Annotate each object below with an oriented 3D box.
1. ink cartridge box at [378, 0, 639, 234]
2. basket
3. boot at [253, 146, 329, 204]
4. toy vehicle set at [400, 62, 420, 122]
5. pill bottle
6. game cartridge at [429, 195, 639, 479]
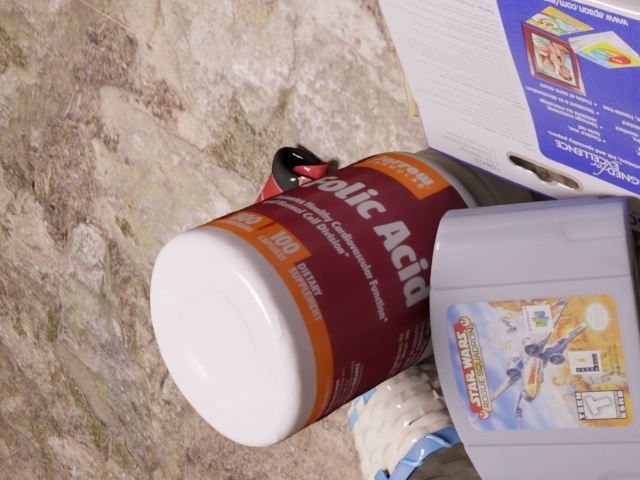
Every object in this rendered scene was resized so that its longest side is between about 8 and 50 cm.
[{"bbox_3d":[0.192,-0.148,1.004,0.304,0.072,0.307,27,161,34],"label":"ink cartridge box"},{"bbox_3d":[0.179,0.258,1.284,0.289,0.255,0.201,61,145,38],"label":"basket"},{"bbox_3d":[0.000,0.000,1.486,0.244,0.088,0.176,51,138,24],"label":"boot"},{"bbox_3d":[0.120,-0.248,1.200,0.166,0.035,0.266,-146,43,-67],"label":"toy vehicle set"},{"bbox_3d":[0.040,0.036,1.204,0.224,0.392,0.224,25,127,39],"label":"pill bottle"},{"bbox_3d":[0.209,0.107,1.092,0.198,0.062,0.297,-7,112,17],"label":"game cartridge"}]
